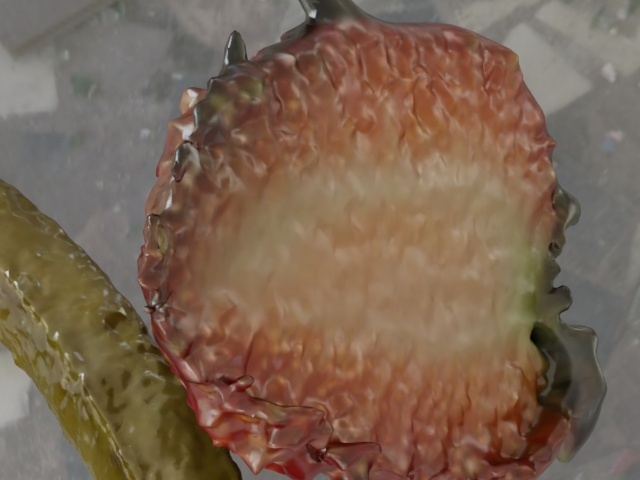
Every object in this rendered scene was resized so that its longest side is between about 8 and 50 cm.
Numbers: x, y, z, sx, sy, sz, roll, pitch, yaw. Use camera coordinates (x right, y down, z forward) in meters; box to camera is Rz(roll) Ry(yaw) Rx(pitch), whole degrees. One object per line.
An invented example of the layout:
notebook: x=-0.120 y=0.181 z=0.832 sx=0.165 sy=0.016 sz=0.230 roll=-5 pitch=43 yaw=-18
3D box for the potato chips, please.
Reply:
potato chips: x=-0.108 y=0.070 z=0.605 sx=0.080 sy=0.057 sz=0.407 roll=-26 pitch=57 yaw=-24

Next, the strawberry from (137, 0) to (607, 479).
strawberry: x=0.000 y=0.000 z=0.608 sx=0.306 sy=0.138 sz=0.233 roll=13 pitch=71 yaw=-48
